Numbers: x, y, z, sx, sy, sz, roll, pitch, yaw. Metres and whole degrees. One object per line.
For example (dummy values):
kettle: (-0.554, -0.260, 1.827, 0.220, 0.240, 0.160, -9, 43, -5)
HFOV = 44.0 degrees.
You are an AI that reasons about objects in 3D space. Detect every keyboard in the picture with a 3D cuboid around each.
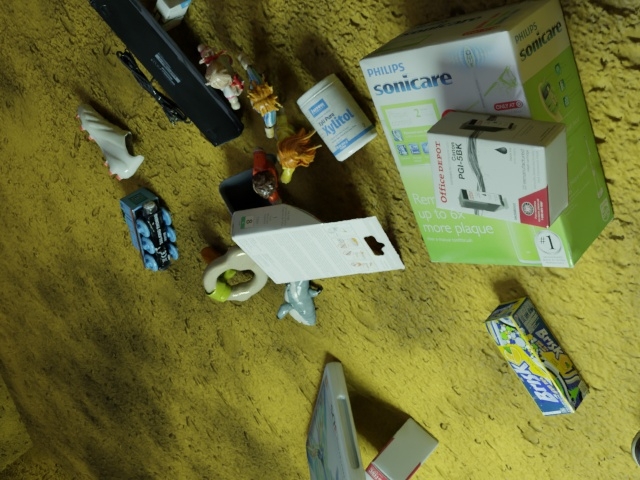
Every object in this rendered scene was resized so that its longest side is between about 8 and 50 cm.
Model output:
keyboard: (-0.261, -0.284, 1.320, 0.317, 0.033, 0.201, 50, 152, -19)

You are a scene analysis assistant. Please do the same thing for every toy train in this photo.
toy train: (-0.359, -0.018, 1.669, 0.105, 0.080, 0.184, 36, 145, 34)

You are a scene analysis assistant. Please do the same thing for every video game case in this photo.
video game case: (0.026, 0.451, 1.538, 0.329, 0.036, 0.300, 101, 163, -47)

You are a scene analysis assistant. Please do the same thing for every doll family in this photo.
doll family: (-0.078, -0.182, 1.161, 0.163, 0.118, 0.263, -100, -13, -75)

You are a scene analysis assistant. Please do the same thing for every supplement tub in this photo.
supplement tub: (0.024, -0.173, 1.123, 0.107, 0.071, 0.071, 53, 144, -4)

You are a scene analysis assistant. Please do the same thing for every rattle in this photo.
rattle: (-0.150, 0.016, 1.503, 0.130, 0.143, 0.200, 17, 131, -12)

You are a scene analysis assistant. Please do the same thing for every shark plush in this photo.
shark plush: (-0.025, 0.083, 1.441, 0.067, 0.073, 0.161, 20, 116, 8)

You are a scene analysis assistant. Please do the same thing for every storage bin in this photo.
storage bin: (-0.106, -0.042, 1.361, 0.135, 0.098, 0.091, 58, 163, 23)

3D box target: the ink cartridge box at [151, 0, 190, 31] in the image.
ink cartridge box: (-0.242, -0.361, 1.264, 0.028, 0.048, 0.083, 50, 145, 1)

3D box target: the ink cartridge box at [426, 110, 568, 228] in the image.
ink cartridge box: (0.187, -0.076, 0.840, 0.135, 0.056, 0.099, 13, 129, 37)

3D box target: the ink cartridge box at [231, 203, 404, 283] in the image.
ink cartridge box: (0.000, 0.000, 1.226, 0.224, 0.056, 0.181, -10, 151, 17)

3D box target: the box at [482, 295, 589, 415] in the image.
box: (0.307, 0.166, 1.127, 0.169, 0.054, 0.059, 56, 143, -6)

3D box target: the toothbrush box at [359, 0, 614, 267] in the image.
toothbrush box: (0.199, -0.118, 0.940, 0.206, 0.122, 0.283, 2, 121, 45)

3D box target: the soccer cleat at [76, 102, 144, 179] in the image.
soccer cleat: (-0.418, -0.208, 1.585, 0.196, 0.076, 0.068, 54, -173, 20)

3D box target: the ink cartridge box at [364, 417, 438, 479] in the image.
ink cartridge box: (0.132, 0.430, 1.481, 0.072, 0.127, 0.175, 40, 143, 15)

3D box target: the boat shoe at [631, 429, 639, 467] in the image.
boat shoe: (0.521, 0.348, 1.002, 0.285, 0.092, 0.103, 41, 111, 18)
